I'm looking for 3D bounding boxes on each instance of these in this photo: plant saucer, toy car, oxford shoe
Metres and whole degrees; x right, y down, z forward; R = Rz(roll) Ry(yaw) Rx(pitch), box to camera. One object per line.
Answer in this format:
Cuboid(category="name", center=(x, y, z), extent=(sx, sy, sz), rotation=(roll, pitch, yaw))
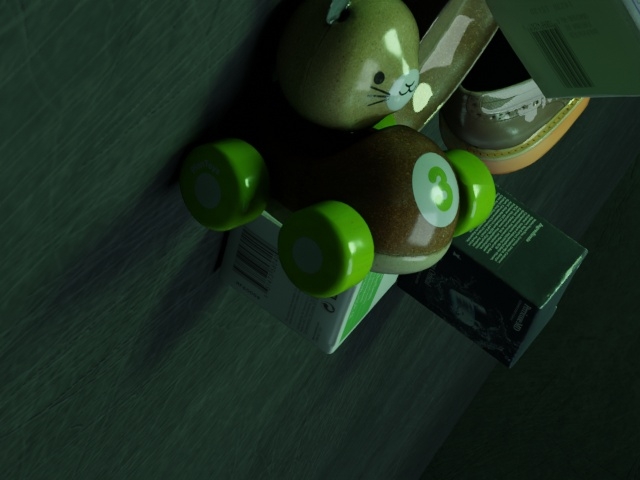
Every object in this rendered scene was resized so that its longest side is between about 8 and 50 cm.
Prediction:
Cuboid(category="plant saucer", center=(0.083, -0.148, 1.226), extent=(0.198, 0.036, 0.198), rotation=(-51, 169, -14))
Cuboid(category="toy car", center=(0.028, -0.088, 0.971), extent=(0.155, 0.149, 0.188), rotation=(-23, 138, -48))
Cuboid(category="oxford shoe", center=(0.230, -0.217, 1.399), extent=(0.364, 0.130, 0.133), rotation=(-53, 161, -12))

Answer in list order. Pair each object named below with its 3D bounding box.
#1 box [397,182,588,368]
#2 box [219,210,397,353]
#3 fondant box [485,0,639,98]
Cuboid(category="box", center=(0.177, 0.029, 1.799), extent=(0.093, 0.158, 0.156), rotation=(-48, 166, -25))
Cuboid(category="box", center=(0.000, 0.000, 1.162), extent=(0.087, 0.102, 0.101), rotation=(-48, 166, -34))
Cuboid(category="fondant box", center=(0.290, -0.216, 1.094), extent=(0.330, 0.096, 0.238), rotation=(-35, -170, -6))
